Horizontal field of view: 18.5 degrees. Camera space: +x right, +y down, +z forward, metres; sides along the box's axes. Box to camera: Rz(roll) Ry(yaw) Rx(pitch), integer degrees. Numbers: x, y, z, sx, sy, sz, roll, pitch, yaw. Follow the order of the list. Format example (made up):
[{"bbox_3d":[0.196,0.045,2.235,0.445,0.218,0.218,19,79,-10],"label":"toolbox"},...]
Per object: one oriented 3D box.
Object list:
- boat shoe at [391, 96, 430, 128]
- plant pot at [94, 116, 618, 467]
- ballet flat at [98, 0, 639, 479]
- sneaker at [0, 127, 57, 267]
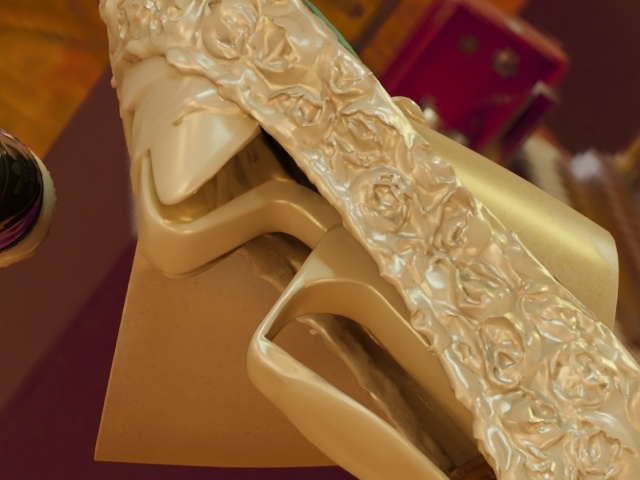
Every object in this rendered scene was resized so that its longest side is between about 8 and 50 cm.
[{"bbox_3d":[0.063,-0.035,1.339,0.043,0.049,0.137,-58,138,-67],"label":"boat shoe"},{"bbox_3d":[0.026,0.027,1.158,0.274,0.256,0.256,11,28,-5],"label":"plant pot"},{"bbox_3d":[0.000,0.000,0.901,0.409,0.147,0.147,46,24,21],"label":"ballet flat"},{"bbox_3d":[-0.298,-0.024,1.080,0.146,0.293,0.102,119,-38,-83],"label":"sneaker"}]
